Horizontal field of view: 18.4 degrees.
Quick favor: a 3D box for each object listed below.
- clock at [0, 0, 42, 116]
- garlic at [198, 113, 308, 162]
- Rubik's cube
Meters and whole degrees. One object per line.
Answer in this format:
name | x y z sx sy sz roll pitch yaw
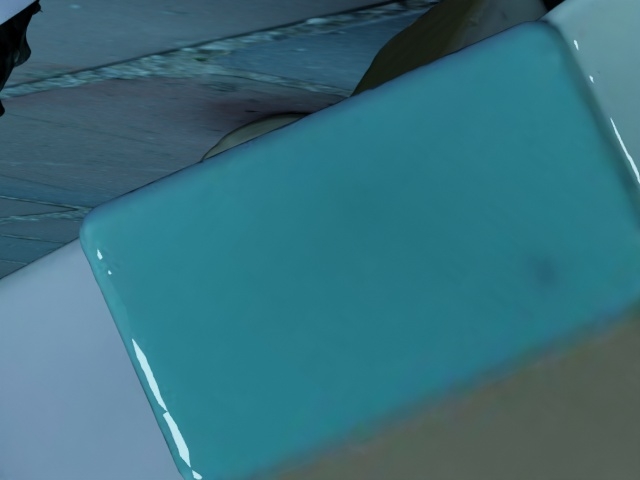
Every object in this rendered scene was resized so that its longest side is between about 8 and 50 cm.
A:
clock | -0.137 -0.054 0.554 0.198 0.064 0.172 -23 -160 13
garlic | 0.000 0.000 1.088 0.178 0.143 0.229 -8 -178 -7
Rubik's cube | 0.080 0.088 0.664 0.387 0.358 0.368 -21 172 -37
